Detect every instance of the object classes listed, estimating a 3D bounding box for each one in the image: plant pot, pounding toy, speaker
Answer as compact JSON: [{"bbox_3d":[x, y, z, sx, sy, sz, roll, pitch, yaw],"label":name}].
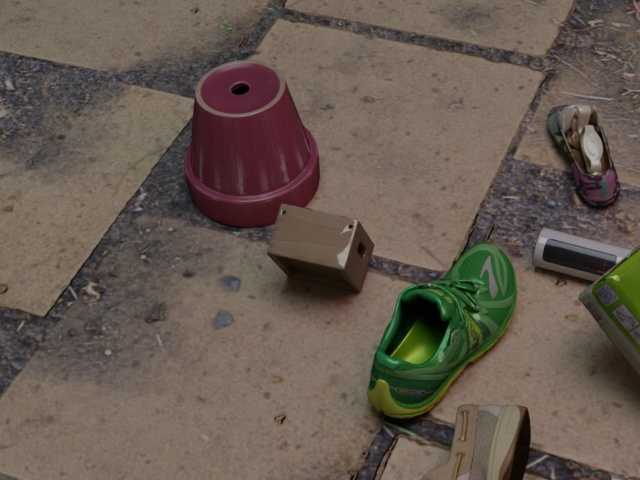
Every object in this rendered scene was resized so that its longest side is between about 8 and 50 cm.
[{"bbox_3d":[-0.105,-0.150,1.904,0.201,0.180,0.201,-3,46,3],"label":"plant pot"},{"bbox_3d":[0.000,0.000,1.788,0.130,0.141,0.100,13,76,18],"label":"pounding toy"},{"bbox_3d":[0.357,0.025,1.769,0.136,0.055,0.055,16,49,20],"label":"speaker"}]

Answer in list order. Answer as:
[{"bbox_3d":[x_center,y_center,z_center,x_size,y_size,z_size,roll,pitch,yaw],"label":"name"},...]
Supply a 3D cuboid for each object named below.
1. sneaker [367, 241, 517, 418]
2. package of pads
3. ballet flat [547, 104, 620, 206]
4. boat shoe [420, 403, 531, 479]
[{"bbox_3d":[0.162,0.098,1.668,0.109,0.123,0.295,21,50,25],"label":"sneaker"},{"bbox_3d":[0.491,0.073,1.617,0.296,0.101,0.229,-34,83,-25],"label":"package of pads"},{"bbox_3d":[0.384,-0.145,1.918,0.077,0.079,0.221,-9,45,-1],"label":"ballet flat"},{"bbox_3d":[0.160,0.298,1.486,0.098,0.109,0.302,6,40,19],"label":"boat shoe"}]
